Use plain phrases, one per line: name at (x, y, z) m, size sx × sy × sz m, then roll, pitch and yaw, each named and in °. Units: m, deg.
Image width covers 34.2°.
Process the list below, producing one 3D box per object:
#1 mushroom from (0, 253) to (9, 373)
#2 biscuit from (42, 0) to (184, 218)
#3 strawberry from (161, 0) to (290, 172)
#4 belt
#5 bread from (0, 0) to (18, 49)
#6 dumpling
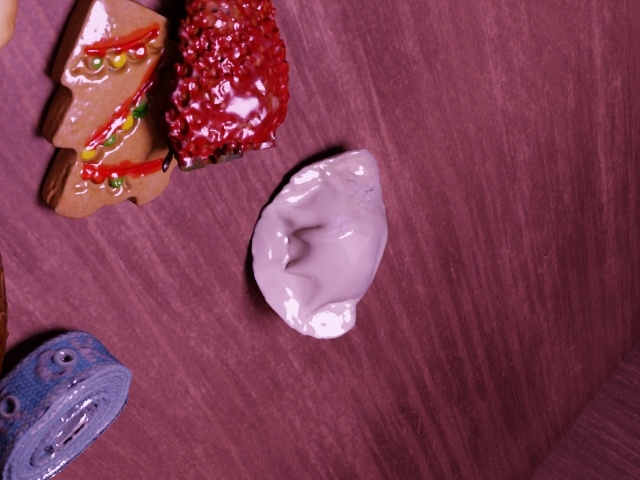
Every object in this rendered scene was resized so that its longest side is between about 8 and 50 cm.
mushroom at (-0.352, 0.087, 0.753) m, size 0.239 × 0.345 × 0.345 m, roll 32°, pitch 90°, yaw -16°
biscuit at (-0.181, -0.130, 0.976) m, size 0.212 × 0.041 × 0.239 m, roll -36°, pitch 142°, yaw -28°
strawberry at (-0.081, -0.168, 0.987) m, size 0.167 × 0.087 × 0.208 m, roll -33°, pitch 130°, yaw -52°
belt at (-0.276, 0.169, 1.056) m, size 0.163 × 0.082 × 0.148 m, roll -32°, pitch 149°, yaw -39°
bread at (-0.286, -0.219, 0.710) m, size 0.147 × 0.098 × 0.217 m, roll -20°, pitch 129°, yaw -43°
dumpling at (0.001, -0.004, 1.264) m, size 0.166 × 0.126 × 0.216 m, roll 8°, pitch 122°, yaw -26°
